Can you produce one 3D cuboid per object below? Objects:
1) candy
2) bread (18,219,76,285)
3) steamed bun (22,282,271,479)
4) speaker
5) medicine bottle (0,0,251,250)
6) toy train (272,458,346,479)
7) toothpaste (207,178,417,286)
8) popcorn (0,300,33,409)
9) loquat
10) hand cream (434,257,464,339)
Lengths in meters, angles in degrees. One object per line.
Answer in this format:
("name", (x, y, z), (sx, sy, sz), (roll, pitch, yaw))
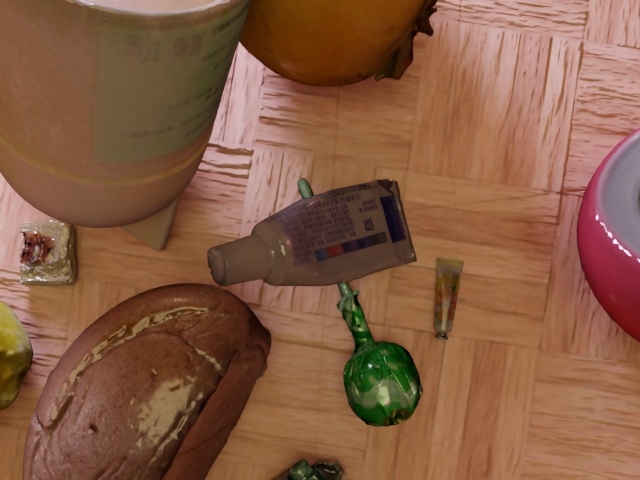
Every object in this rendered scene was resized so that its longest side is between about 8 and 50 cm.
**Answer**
("candy", (0.032, 0.071, 0.794), (0.097, 0.097, 0.323), (-22, 80, 0))
("bread", (-0.343, 0.017, 0.811), (0.070, 0.035, 0.083), (3, 85, -1))
("steamed bun", (-0.200, 0.170, 0.713), (0.199, 0.251, 0.301), (30, 85, 12))
("speaker", (0.422, -0.004, 0.684), (0.294, 0.294, 0.294), (0, 88, 1))
("medicine bottle", (-0.224, -0.153, 0.667), (0.235, 0.406, 0.236), (11, 55, -16))
("toy train", (0.008, 0.360, 0.779), (0.125, 0.081, 0.194), (-37, 92, 9))
("toothpaste", (0.000, -0.002, 0.735), (0.282, 0.068, 0.099), (-14, 119, -39))
("popcorn", (-0.480, 0.186, 0.713), (0.286, 0.225, 0.174), (-37, 92, 1))
("loquat", (0.016, -0.297, 0.708), (0.274, 0.275, 0.275), (0, 88, 1))
("hand cream", (0.158, 0.073, 0.811), (0.035, 0.022, 0.102), (8, 84, 6))
